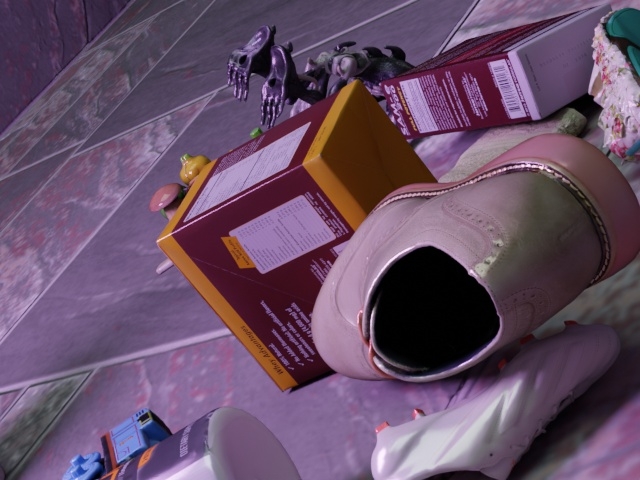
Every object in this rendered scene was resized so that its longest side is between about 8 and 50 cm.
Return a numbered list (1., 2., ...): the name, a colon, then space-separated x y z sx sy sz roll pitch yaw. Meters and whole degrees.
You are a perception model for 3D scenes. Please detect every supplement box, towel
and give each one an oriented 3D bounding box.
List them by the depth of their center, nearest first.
1. supplement box: 0.000 0.000 1.366 0.194 0.191 0.129 -26 23 33
2. towel: 0.181 -0.083 1.473 0.110 0.027 0.148 -47 21 -20
3. supplement box: 0.180 -0.164 1.535 0.130 0.073 0.239 -28 12 -26

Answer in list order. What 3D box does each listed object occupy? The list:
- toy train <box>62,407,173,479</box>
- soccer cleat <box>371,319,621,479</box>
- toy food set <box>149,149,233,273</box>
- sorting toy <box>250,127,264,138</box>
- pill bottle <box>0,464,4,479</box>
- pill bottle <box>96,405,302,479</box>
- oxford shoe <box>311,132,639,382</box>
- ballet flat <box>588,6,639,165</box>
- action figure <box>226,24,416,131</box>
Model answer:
1. toy train: -0.168 0.213 1.354 0.105 0.080 0.184 -36 11 -5
2. soccer cleat: 0.128 0.127 1.060 0.196 0.068 0.076 -30 50 3
3. toy food set: -0.167 -0.062 1.998 0.128 0.071 0.218 -31 21 22
4. sorting toy: -0.028 -0.051 1.636 0.127 0.126 0.365 -38 20 4
5. pill bottle: -0.506 0.185 1.666 0.188 0.334 0.188 -35 20 14
6. pill bottle: -0.137 0.238 1.179 0.245 0.130 0.130 -32 20 19
7. oxford shoe: 0.066 0.039 1.130 0.146 0.140 0.397 -36 -3 -29
8. ballet flat: 0.270 -0.139 1.360 0.077 0.091 0.241 -55 7 26
9. action figure: 0.027 -0.157 1.719 0.164 0.275 0.141 34 112 46
